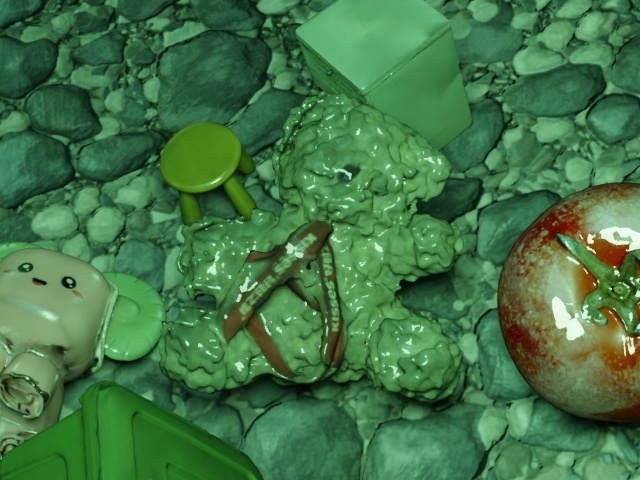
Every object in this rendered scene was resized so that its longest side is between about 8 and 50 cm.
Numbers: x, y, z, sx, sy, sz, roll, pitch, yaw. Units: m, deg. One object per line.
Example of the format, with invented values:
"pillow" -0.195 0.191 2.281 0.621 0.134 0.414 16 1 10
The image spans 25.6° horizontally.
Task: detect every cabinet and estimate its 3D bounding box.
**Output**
"cabinet" 0.084 -0.209 1.829 0.150 0.206 0.145 -38 56 -11

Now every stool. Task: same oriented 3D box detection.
"stool" -0.146 -0.083 1.873 0.134 0.110 0.135 29 71 31

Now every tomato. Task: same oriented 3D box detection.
"tomato" 0.333 0.071 1.569 0.270 0.227 0.270 -2 77 11

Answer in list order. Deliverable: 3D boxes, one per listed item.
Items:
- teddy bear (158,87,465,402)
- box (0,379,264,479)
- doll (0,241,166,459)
"teddy bear" 0.000 0.000 1.662 0.357 0.224 0.367 3 91 10
"box" -0.191 0.321 1.500 0.178 0.328 0.253 -23 53 20
"doll" -0.355 0.119 1.781 0.284 0.216 0.268 19 39 8
